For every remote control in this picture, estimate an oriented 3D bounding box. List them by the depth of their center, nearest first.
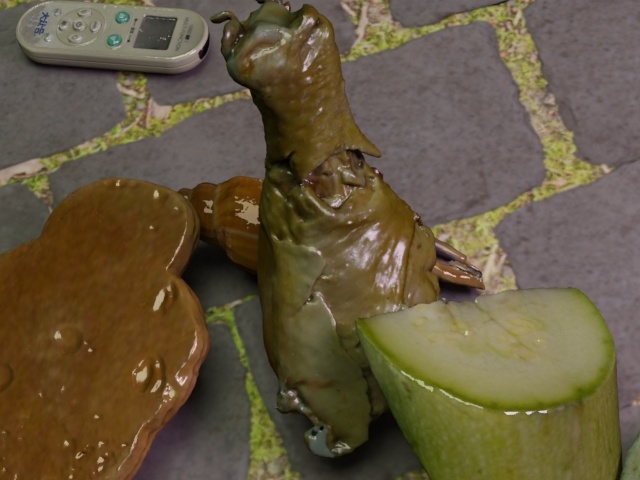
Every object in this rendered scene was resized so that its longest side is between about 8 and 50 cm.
[{"bbox_3d":[-0.228,-0.222,1.854,0.221,0.042,0.078,6,56,12],"label":"remote control"}]

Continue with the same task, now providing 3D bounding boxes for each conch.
[{"bbox_3d":[-0.002,0.005,1.639,0.330,0.093,0.109,20,25,3],"label":"conch"}]

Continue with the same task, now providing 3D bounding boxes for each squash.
[{"bbox_3d":[0.160,0.164,1.454,0.237,0.155,0.204,-9,41,-25],"label":"squash"}]

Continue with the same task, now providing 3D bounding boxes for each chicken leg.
[{"bbox_3d":[-0.002,-0.028,1.473,0.201,0.429,0.153,-25,28,-20],"label":"chicken leg"}]

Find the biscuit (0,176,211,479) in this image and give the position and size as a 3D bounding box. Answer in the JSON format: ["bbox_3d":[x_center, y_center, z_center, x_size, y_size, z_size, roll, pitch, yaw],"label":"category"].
[{"bbox_3d":[-0.231,0.113,1.585,0.269,0.051,0.376,15,72,32],"label":"biscuit"}]

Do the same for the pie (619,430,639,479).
[{"bbox_3d":[0.396,0.234,1.424,0.303,0.067,0.302,-4,55,6],"label":"pie"}]
